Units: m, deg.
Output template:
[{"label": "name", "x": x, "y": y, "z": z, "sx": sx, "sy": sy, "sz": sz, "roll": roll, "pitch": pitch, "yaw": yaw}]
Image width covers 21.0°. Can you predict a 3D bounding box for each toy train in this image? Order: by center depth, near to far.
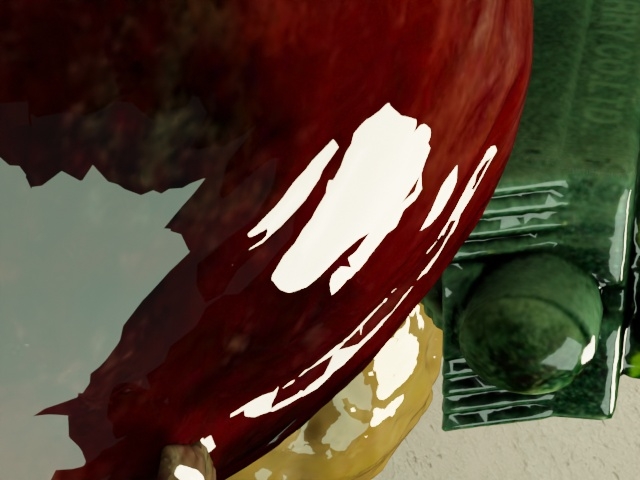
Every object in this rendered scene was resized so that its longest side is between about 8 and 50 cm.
[{"label": "toy train", "x": 0.138, "y": -0.061, "z": 0.684, "sx": 0.330, "sy": 0.178, "sz": 0.138, "roll": -71, "pitch": 163, "yaw": -49}]

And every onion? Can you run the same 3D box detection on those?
[{"label": "onion", "x": -0.096, "y": 0.005, "z": 0.450, "sx": 0.348, "sy": 0.285, "sz": 0.347, "roll": -18, "pitch": 159, "yaw": -7}]

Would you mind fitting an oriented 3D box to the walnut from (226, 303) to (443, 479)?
[{"label": "walnut", "x": -0.051, "y": 0.020, "z": 0.783, "sx": 0.257, "sy": 0.224, "sz": 0.257, "roll": -22, "pitch": 172, "yaw": -3}]
